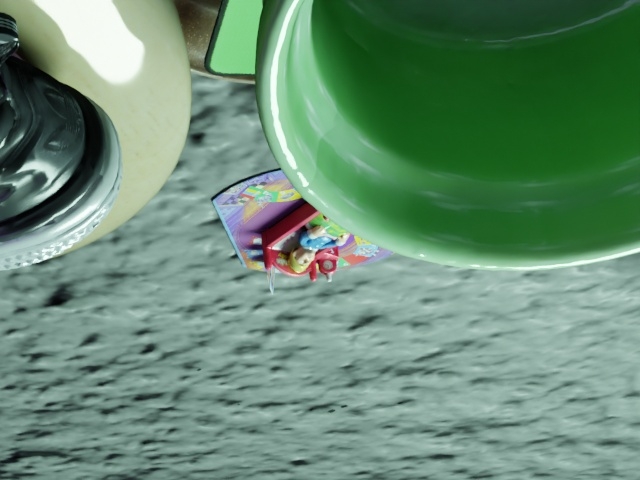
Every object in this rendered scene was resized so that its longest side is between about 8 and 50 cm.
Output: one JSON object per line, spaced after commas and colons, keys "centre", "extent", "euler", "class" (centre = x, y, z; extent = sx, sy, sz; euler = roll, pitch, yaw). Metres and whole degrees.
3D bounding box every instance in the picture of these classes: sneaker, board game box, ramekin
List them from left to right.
{"centre": [-0.229, -0.033, 0.777], "extent": [0.269, 0.101, 0.153], "euler": [-16, 152, 5], "class": "sneaker"}
{"centre": [0.000, 0.000, 1.320], "extent": [0.133, 0.033, 0.168], "euler": [-8, 154, 6], "class": "board game box"}
{"centre": [0.111, -0.136, 0.876], "extent": [0.303, 0.148, 0.303], "euler": [-6, 141, -5], "class": "ramekin"}

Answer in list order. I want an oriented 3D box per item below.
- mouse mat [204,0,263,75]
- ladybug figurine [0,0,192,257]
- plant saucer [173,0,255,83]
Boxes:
{"centre": [0.038, -0.127, 1.021], "extent": [0.190, 0.007, 0.152], "euler": [3, 152, -13], "class": "mouse mat"}
{"centre": [-0.229, -0.130, 0.871], "extent": [0.305, 0.162, 0.449], "euler": [-12, 153, 12], "class": "ladybug figurine"}
{"centre": [-0.016, -0.151, 1.010], "extent": [0.199, 0.036, 0.198], "euler": [-4, 154, -2], "class": "plant saucer"}
